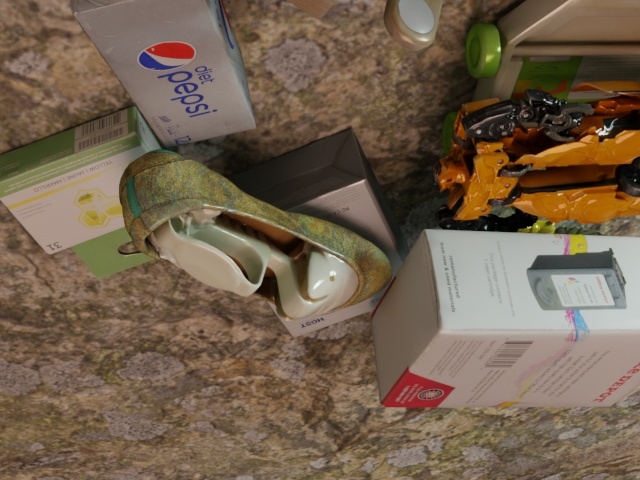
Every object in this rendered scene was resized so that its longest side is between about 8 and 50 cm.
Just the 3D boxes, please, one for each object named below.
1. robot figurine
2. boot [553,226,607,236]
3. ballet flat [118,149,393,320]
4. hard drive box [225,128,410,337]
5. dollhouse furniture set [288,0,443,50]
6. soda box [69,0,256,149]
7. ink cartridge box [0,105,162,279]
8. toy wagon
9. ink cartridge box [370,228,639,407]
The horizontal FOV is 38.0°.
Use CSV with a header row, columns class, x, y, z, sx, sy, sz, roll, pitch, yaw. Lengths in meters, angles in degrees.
class,x,y,z,sx,sy,sz,roll,pitch,yaw
robot figurine,0.254,-0.087,0.988,0.290,0.085,0.211,-3,139,-12
boot,0.272,0.095,1.269,0.236,0.089,0.270,8,139,-7
ballet flat,-0.056,0.021,0.978,0.348,0.123,0.123,27,126,-33
hard drive box,0.000,0.000,1.122,0.181,0.089,0.232,-20,138,9
dollhouse furniture set,0.072,-0.305,0.563,0.303,0.174,0.355,26,148,-22
soda box,-0.128,-0.176,0.804,0.098,0.091,0.286,-13,165,2
ink cartridge box,-0.235,-0.031,1.057,0.171,0.056,0.235,-19,137,7
toy wagon,0.272,-0.138,1.052,0.267,0.068,0.344,-2,139,-12
ink cartridge box,0.234,0.097,1.068,0.306,0.131,0.226,1,149,-15
